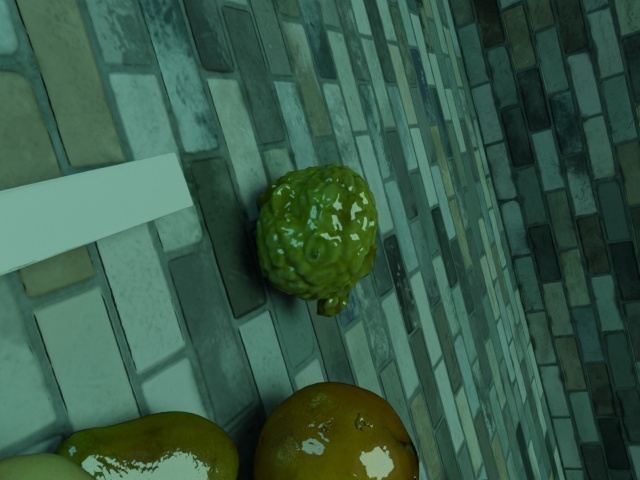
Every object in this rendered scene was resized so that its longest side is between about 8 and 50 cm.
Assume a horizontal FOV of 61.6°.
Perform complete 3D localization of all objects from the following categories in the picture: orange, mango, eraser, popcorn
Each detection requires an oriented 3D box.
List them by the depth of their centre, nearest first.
[{"bbox_3d":[-0.275,-0.031,0.594,0.298,0.078,0.076,-33,108,-57],"label":"eraser"},{"bbox_3d":[-0.193,0.264,0.611,0.227,0.099,0.136,23,65,-44],"label":"mango"},{"bbox_3d":[0.022,0.335,0.799,0.246,0.246,0.246,26,58,-52],"label":"orange"},{"bbox_3d":[0.000,0.000,0.923,0.237,0.205,0.252,-65,147,-64],"label":"popcorn"}]

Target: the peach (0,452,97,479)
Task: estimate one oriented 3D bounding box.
[{"bbox_3d":[-0.258,0.273,0.435,0.184,0.184,0.184,26,58,-52],"label":"peach"}]
